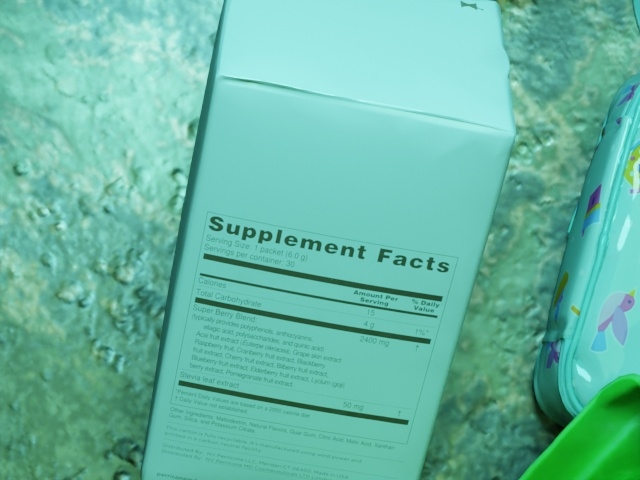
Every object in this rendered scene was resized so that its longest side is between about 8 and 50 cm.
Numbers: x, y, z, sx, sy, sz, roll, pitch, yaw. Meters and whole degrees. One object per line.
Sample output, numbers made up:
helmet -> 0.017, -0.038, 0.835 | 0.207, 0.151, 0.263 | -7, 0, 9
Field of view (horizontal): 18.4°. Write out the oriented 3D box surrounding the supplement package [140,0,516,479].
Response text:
supplement package -> 0.000, 0.000, 1.227 | 0.175, 0.177, 0.293 | 10, 121, -4

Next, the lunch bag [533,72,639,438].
lunch bag -> 0.283, 0.020, 1.353 | 0.224, 0.108, 0.279 | 17, 85, -3

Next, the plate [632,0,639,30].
plate -> 0.318, -0.182, 1.420 | 0.188, 0.024, 0.188 | 0, 85, -5

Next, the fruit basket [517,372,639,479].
fruit basket -> 0.123, 0.255, 1.151 | 0.392, 0.392, 0.283 | 39, 109, -1
